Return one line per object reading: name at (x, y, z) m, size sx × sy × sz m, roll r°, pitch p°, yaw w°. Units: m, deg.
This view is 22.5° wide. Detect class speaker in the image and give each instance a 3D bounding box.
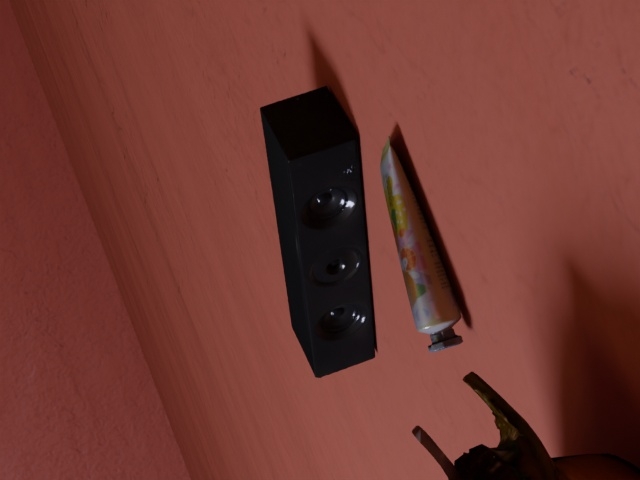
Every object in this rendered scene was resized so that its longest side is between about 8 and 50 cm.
speaker at (0.000, 0.000, 0.899) m, size 0.191 × 0.040 × 0.046 m, roll 83°, pitch 163°, yaw -49°

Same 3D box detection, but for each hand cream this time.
hand cream at (0.044, 0.002, 0.755) m, size 0.035 × 0.022 × 0.102 m, roll 101°, pitch 151°, yaw -83°

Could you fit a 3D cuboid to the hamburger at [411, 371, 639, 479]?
hamburger at (0.085, 0.183, 0.578) m, size 0.243 × 0.139 × 0.261 m, roll -124°, pitch 17°, yaw -52°
